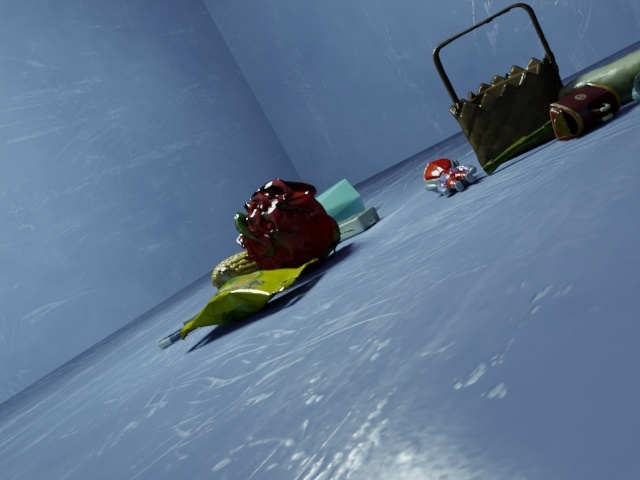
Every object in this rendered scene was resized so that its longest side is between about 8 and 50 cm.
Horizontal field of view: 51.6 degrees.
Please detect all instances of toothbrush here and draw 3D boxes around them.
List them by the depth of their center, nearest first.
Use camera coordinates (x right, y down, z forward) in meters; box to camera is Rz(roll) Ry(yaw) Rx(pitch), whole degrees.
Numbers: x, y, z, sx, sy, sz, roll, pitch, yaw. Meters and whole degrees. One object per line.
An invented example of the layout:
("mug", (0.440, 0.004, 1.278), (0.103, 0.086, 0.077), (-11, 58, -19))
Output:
("toothbrush", (-0.264, 0.183, 1.606), (0.288, 0.024, 0.026), (-30, 5, -6))

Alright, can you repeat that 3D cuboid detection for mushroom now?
("mushroom", (0.650, -0.345, 1.381), (0.312, 0.100, 0.081), (-21, 32, 52))

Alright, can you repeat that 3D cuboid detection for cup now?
("cup", (0.007, -0.073, 2.019), (0.235, 0.148, 0.134), (-32, 33, -17))

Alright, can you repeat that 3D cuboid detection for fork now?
("fork", (-0.284, 0.175, 1.665), (0.219, 0.034, 0.028), (-37, 9, 38))

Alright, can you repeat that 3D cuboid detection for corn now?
("corn", (-0.176, 0.069, 1.655), (0.106, 0.106, 0.293), (-27, -2, 19))

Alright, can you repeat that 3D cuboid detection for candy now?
("candy", (-0.154, 0.114, 1.376), (0.297, 0.081, 0.187), (-26, 8, 25))

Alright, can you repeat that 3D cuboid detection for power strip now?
("power strip", (0.000, 0.000, 1.826), (0.367, 0.043, 0.106), (-25, 6, 35))

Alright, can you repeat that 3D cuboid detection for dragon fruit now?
("dragon fruit", (-0.053, -0.029, 1.540), (0.292, 0.234, 0.233), (-8, -5, -28))

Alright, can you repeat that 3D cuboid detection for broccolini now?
("broccolini", (0.468, -0.223, 1.443), (0.254, 0.057, 0.071), (-38, 28, 17))

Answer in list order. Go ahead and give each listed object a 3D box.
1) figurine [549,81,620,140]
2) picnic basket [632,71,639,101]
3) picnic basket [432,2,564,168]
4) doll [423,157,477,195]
("figurine", (0.534, -0.252, 1.330), (0.154, 0.083, 0.098), (-31, 25, -18))
("picnic basket", (0.642, -0.307, 1.283), (0.083, 0.065, 0.083), (-26, -13, -23))
("picnic basket", (0.437, -0.368, 1.579), (0.254, 0.321, 0.291), (-21, 11, 34))
("doll", (0.293, -0.152, 1.556), (0.102, 0.075, 0.227), (-39, 16, -4))
